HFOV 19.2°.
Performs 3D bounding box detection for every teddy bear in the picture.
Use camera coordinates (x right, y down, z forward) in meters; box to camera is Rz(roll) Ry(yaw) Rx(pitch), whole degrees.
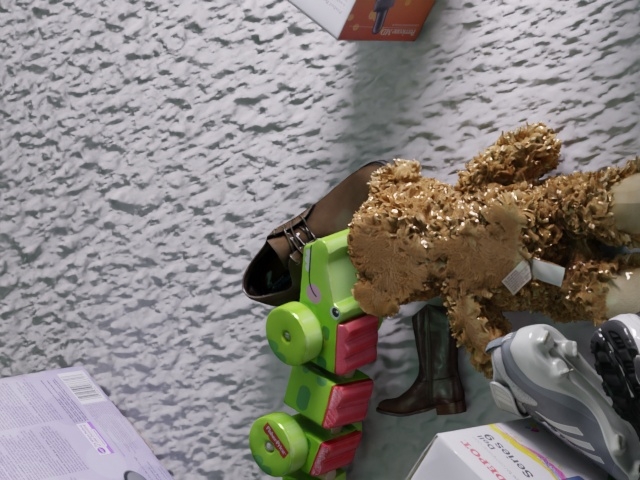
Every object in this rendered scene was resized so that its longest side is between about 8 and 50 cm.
[{"bbox_3d":[0.193,0.007,1.826,0.338,0.113,0.245,-19,90,34],"label":"teddy bear"}]

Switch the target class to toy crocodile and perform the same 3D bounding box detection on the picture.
[{"bbox_3d":[0.010,0.147,1.962,0.105,0.115,0.340,26,118,38],"label":"toy crocodile"}]

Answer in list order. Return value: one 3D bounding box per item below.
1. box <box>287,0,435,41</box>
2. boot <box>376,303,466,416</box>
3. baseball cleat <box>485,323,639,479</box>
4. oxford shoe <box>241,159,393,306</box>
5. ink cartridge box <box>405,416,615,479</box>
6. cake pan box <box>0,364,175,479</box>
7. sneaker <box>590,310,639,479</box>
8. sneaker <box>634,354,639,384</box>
[{"bbox_3d":[0.062,-0.292,1.882,0.091,0.130,0.170,41,119,30],"label":"box"},{"bbox_3d":[0.100,0.122,1.945,0.106,0.037,0.114,-6,93,28],"label":"boot"},{"bbox_3d":[0.236,0.160,1.777,0.206,0.072,0.109,51,142,-13],"label":"baseball cleat"},{"bbox_3d":[0.000,0.000,1.984,0.227,0.096,0.082,-47,62,31],"label":"oxford shoe"},{"bbox_3d":[0.196,0.249,1.757,0.154,0.212,0.093,43,118,30],"label":"ink cartridge box"},{"bbox_3d":[-0.312,0.257,2.175,0.267,0.246,0.070,46,121,27],"label":"cake pan box"},{"bbox_3d":[0.339,0.182,1.706,0.100,0.108,0.271,5,116,65],"label":"sneaker"},{"bbox_3d":[0.412,0.017,1.632,0.330,0.146,0.122,-56,30,4],"label":"sneaker"}]
